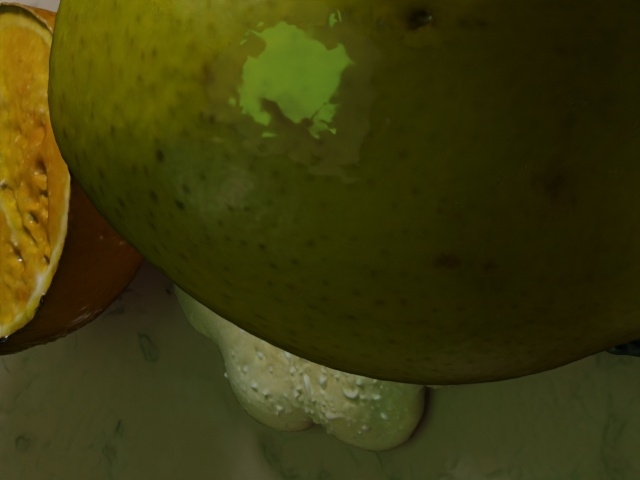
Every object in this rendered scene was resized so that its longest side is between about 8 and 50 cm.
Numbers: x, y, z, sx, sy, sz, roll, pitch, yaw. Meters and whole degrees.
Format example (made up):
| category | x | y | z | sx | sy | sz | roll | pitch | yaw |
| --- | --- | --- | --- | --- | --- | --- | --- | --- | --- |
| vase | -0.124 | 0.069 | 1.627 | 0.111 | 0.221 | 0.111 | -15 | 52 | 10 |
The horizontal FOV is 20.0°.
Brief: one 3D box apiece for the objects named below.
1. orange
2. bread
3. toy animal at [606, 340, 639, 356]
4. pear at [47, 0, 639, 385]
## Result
| category | x | y | z | sx | sy | sz | roll | pitch | yaw |
| --- | --- | --- | --- | --- | --- | --- | --- | --- | --- |
| orange | -0.245 | -0.041 | 1.378 | 0.310 | 0.274 | 0.274 | -15 | 83 | 18 |
| bread | 0.000 | 0.000 | 1.290 | 0.316 | 0.054 | 0.316 | 3 | 95 | 41 |
| toy animal | 0.269 | 0.139 | 1.035 | 0.070 | 0.079 | 0.253 | -41 | 66 | 14 |
| pear | 0.054 | -0.097 | 1.021 | 0.418 | 0.362 | 0.362 | 10 | 102 | 18 |
